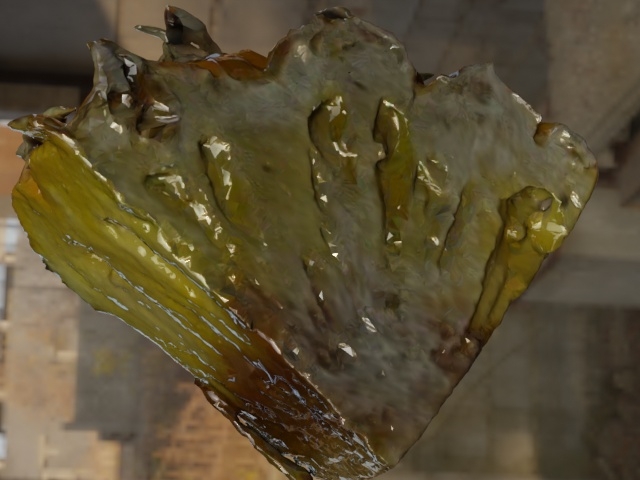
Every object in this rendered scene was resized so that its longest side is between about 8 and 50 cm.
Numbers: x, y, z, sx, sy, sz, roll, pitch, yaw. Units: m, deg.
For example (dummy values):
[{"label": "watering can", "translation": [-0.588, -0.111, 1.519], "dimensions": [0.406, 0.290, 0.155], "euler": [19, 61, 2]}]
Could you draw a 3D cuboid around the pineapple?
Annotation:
[{"label": "pineapple", "translation": [0.000, 0.000, 0.570], "dimensions": [0.114, 0.236, 0.186], "euler": [120, 151, -69]}]
